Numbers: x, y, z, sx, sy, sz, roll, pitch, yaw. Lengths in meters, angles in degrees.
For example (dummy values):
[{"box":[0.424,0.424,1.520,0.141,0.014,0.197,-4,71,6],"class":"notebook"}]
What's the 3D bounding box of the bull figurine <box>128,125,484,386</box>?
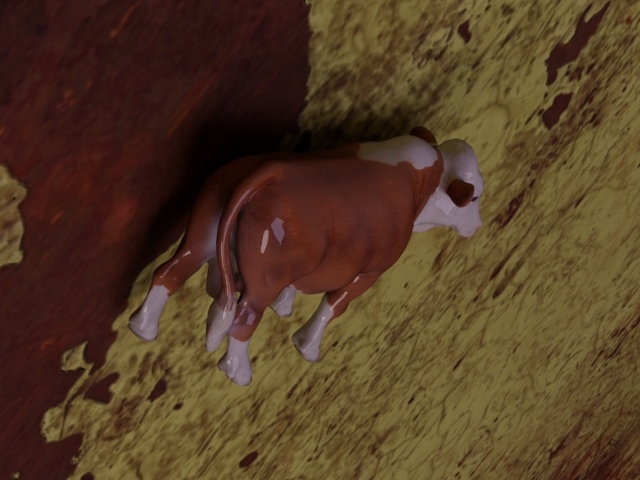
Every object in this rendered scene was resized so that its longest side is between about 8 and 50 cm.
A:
[{"box":[0.000,0.000,1.105,0.310,0.101,0.188,-1,127,-56],"class":"bull figurine"}]
